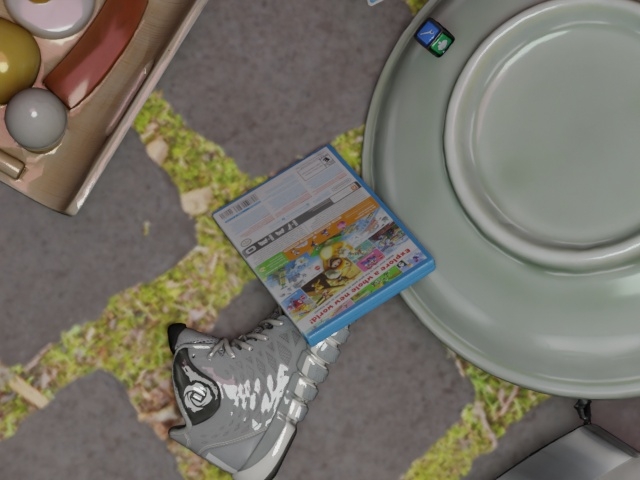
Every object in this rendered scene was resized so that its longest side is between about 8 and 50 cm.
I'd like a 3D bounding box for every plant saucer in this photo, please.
[{"bbox_3d":[0.210,-0.078,1.123,0.400,0.100,0.401,-4,79,21],"label":"plant saucer"}]

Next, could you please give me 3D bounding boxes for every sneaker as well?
[{"bbox_3d":[-0.053,0.077,1.166,0.132,0.086,0.229,27,82,-3],"label":"sneaker"}]

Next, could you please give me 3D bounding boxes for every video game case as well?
[{"bbox_3d":[0.000,0.000,1.163,0.119,0.015,0.166,-31,49,-10],"label":"video game case"}]

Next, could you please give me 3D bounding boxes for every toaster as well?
[{"bbox_3d":[0.208,0.251,1.157,0.168,0.110,0.186,-32,104,-11],"label":"toaster"}]

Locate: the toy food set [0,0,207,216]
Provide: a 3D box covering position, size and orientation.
[{"bbox_3d":[-0.273,-0.186,1.151,0.306,0.092,0.220,31,81,-5],"label":"toy food set"}]

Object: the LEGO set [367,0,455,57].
[{"bbox_3d":[0.114,-0.267,1.150,0.182,0.060,0.244,-23,62,29],"label":"LEGO set"}]
